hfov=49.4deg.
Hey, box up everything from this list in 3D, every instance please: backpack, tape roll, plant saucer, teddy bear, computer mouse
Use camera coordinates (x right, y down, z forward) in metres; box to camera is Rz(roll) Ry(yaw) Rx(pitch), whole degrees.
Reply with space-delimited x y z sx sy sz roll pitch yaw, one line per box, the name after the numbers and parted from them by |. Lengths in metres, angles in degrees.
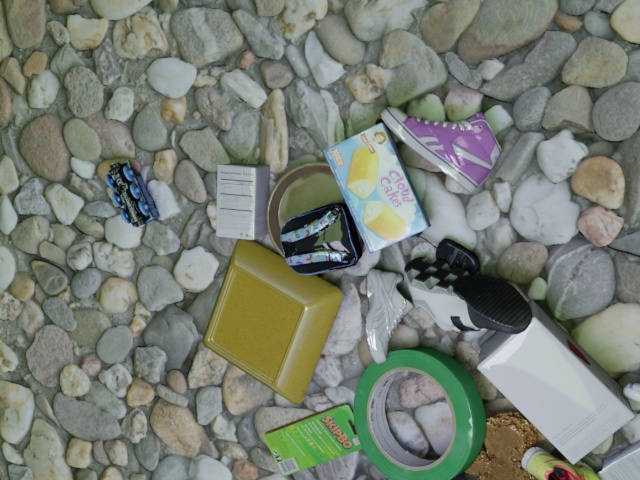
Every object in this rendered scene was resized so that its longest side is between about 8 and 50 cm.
0.000 0.000 1.652 0.173 0.117 0.158 -16 94 17 | backpack
0.229 0.416 1.652 0.321 0.077 0.321 -2 87 37 | tape roll
0.000 -0.057 1.726 0.278 0.041 0.278 3 100 16 | plant saucer
0.446 0.555 1.668 0.245 0.113 0.338 -14 102 25 | teddy bear
-0.147 0.206 1.749 0.333 0.081 0.332 27 108 23 | plant saucer
0.273 0.008 1.663 0.242 0.041 0.071 33 123 14 | computer mouse

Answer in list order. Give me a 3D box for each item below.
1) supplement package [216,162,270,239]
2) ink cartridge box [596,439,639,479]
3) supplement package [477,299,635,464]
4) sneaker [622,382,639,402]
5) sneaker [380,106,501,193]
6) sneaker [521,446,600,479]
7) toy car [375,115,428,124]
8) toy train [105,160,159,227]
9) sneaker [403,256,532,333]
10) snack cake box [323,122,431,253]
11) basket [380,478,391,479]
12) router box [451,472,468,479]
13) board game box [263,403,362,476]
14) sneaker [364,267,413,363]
-0.193 -0.100 1.740 0.105 0.105 0.179 5 99 15 | supplement package
0.766 0.574 1.596 0.224 0.045 0.223 -39 86 19 | ink cartridge box
0.518 0.308 1.559 0.293 0.177 0.175 45 107 5 | supplement package
0.768 0.307 1.514 0.240 0.091 0.126 13 87 -18 | sneaker
0.281 -0.251 1.576 0.282 0.102 0.161 34 103 -12 | sneaker
0.552 0.535 1.557 0.208 0.094 0.081 21 94 -18 | sneaker
0.195 -0.280 1.647 0.122 0.060 0.040 18 59 -4 | toy car
-0.495 -0.120 1.825 0.080 0.105 0.184 -23 92 9 | toy train
0.335 0.154 1.578 0.330 0.122 0.146 26 136 47 | sneaker
0.134 -0.121 1.613 0.152 0.089 0.264 -24 89 14 | snack cake box
0.075 0.784 1.682 0.328 0.331 0.266 -20 90 18 | basket
0.287 0.646 1.632 0.179 0.046 0.133 -24 98 -4 | router box
-0.012 0.519 1.819 0.259 0.039 0.124 -25 92 21 | board game box
0.163 0.178 1.661 0.115 0.090 0.232 0 74 7 | sneaker
